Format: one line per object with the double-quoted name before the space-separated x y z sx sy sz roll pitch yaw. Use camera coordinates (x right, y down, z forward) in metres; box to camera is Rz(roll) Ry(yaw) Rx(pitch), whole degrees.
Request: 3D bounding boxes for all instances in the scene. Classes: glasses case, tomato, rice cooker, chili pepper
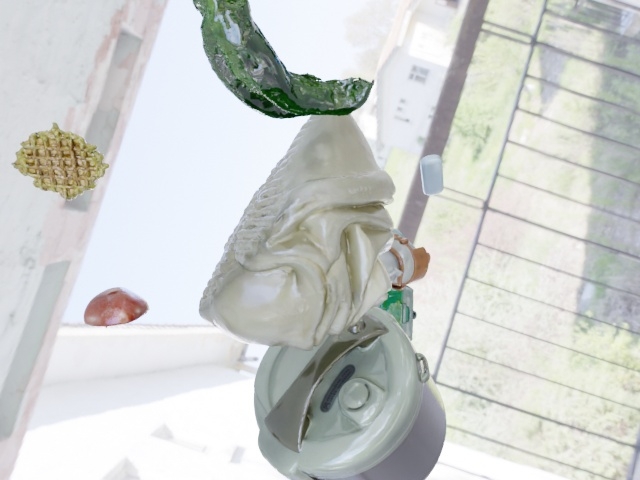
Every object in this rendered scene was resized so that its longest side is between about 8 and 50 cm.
"glasses case" 0.360 -0.208 1.774 0.179 0.067 0.045 69 -167 -53
"tomato" -0.543 0.169 1.484 0.166 0.174 0.082 -24 -70 -59
"rice cooker" 0.051 0.305 1.034 0.325 0.335 0.335 56 -136 -47
"chili pepper" -0.063 -0.215 0.614 0.122 0.278 0.065 -55 31 -5

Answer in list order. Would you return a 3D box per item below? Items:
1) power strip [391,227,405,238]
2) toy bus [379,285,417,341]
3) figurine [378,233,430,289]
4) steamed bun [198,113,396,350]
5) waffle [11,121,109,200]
"power strip" 0.250 0.040 1.755 0.216 0.044 0.137 -124 19 -46
"toy bus" 0.180 0.249 1.747 0.343 0.199 0.184 93 180 -75
"figurine" 0.171 0.052 1.368 0.271 0.143 0.143 10 -79 -45
"steamed bun" -0.006 0.006 0.786 0.310 0.219 0.324 -47 17 39
"waffle" -0.813 -0.242 1.733 0.245 0.254 0.052 -37 37 18
